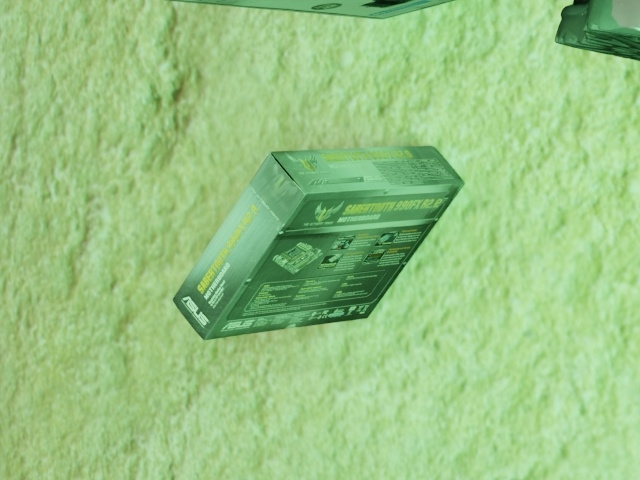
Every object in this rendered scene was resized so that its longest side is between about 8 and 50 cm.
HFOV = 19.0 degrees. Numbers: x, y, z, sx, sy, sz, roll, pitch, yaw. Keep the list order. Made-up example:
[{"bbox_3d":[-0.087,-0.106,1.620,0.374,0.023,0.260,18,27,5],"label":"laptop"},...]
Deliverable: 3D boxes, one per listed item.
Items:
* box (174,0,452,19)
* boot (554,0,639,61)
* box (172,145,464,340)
[{"bbox_3d":[0.012,-0.258,1.669,0.169,0.290,0.087,-9,85,42],"label":"box"},{"bbox_3d":[0.286,-0.345,1.339,0.146,0.367,0.445,11,93,1],"label":"boot"},{"bbox_3d":[0.000,0.000,1.728,0.056,0.231,0.183,50,123,26],"label":"box"}]
